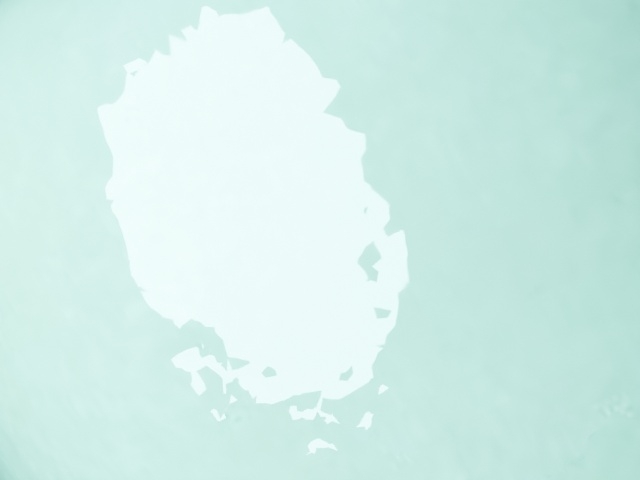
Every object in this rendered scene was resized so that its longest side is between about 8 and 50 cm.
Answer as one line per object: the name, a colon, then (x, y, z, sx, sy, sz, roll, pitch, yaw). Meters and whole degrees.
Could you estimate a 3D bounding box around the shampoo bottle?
shampoo bottle: (0.044, -0.017, 0.525, 0.322, 0.317, 0.322, -22, 172, -3)
